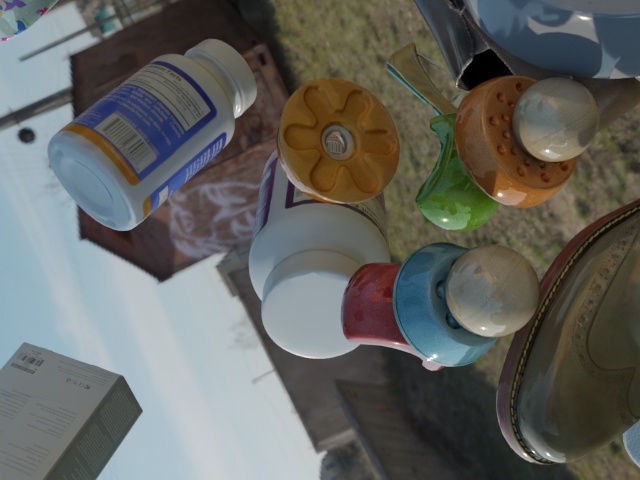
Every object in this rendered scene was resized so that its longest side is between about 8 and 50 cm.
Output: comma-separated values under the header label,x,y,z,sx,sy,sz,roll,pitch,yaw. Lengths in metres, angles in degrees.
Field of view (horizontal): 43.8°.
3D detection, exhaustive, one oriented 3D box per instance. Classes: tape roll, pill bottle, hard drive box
label,x,y,z,sx,sy,sz,roll,pitch,yaw
tape roll,0.205,-0.225,0.560,0.219,0.219,0.072,62,178,25
pill bottle,0.000,0.000,0.983,0.302,0.169,0.169,-88,-22,-56
pill bottle,-0.211,-0.151,1.060,0.152,0.272,0.152,29,146,21
hard drive box,-0.376,0.265,1.029,0.181,0.232,0.089,13,139,25

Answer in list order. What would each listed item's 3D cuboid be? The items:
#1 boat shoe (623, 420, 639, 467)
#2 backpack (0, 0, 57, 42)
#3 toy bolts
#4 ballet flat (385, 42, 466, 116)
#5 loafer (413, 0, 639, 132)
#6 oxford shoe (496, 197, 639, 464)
label,x,y,z,sx,sy,sz,roll,pitch,yaw
boat shoe,0.415,0.226,0.686,0.302,0.094,0.109,39,139,28
backpack,-0.437,-0.380,1.024,0.253,0.225,0.191,34,168,28
toy bolts,0.082,-0.029,0.567,0.158,0.218,0.229,151,132,-63
ballet flat,0.212,-0.251,1.386,0.232,0.073,0.080,47,-169,4
loafer,0.156,-0.216,0.783,0.133,0.130,0.366,17,-157,-49
oxford shoe,0.264,0.025,0.544,0.123,0.348,0.130,46,172,-19
